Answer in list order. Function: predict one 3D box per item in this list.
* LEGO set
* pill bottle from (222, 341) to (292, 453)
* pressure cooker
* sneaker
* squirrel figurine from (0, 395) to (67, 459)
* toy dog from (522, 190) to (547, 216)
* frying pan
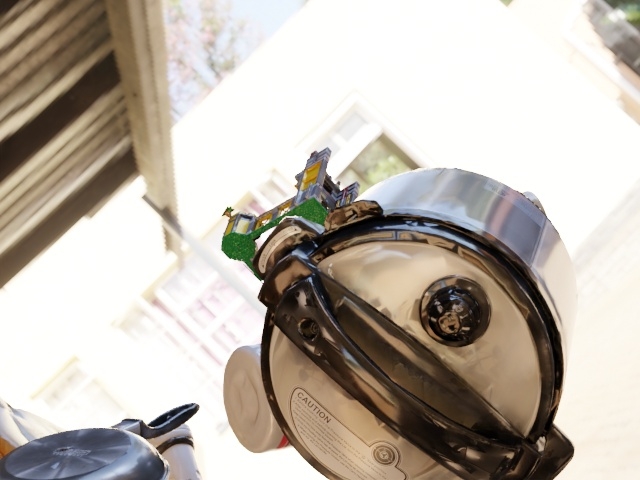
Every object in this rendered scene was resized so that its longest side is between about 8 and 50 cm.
[{"bbox_3d":[0.000,0.000,1.916,0.255,0.331,0.192,-38,21,30],"label":"LEGO set"},{"bbox_3d":[0.014,0.241,1.823,0.319,0.176,0.176,-5,-31,-32],"label":"pill bottle"},{"bbox_3d":[0.120,0.113,1.352,0.370,0.375,0.420,-2,15,16],"label":"pressure cooker"},{"bbox_3d":[-0.320,0.524,2.168,0.137,0.210,0.366,-7,-32,-32],"label":"sneaker"},{"bbox_3d":[-0.531,0.399,1.546,0.370,0.397,0.281,-55,-7,-2],"label":"squirrel figurine"},{"bbox_3d":[0.269,0.067,1.711,0.161,0.220,0.333,-117,29,-63],"label":"toy dog"},{"bbox_3d":[-0.208,0.225,1.169,0.326,0.053,0.197,-18,17,-41],"label":"frying pan"}]
